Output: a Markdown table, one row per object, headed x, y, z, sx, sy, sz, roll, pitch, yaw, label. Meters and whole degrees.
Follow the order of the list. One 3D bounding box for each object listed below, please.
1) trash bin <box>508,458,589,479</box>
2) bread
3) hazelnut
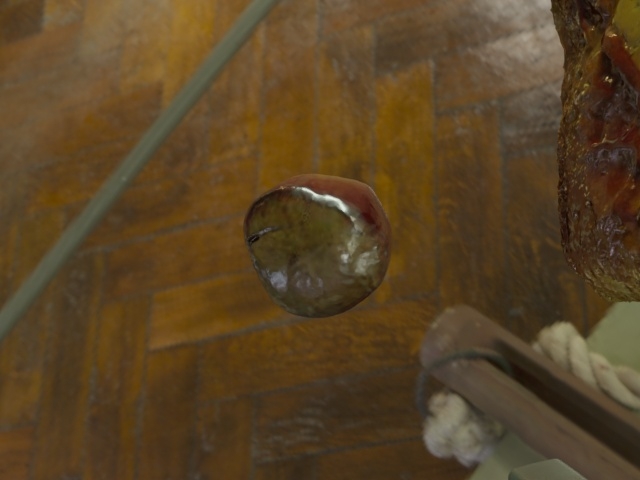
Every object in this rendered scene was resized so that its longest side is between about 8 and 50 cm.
| x | y | z | sx | sy | sz | roll | pitch | yaw | label |
| --- | --- | --- | --- | --- | --- | --- | --- | --- | --- |
| 0.319 | 0.387 | 1.666 | 0.101 | 0.236 | 0.176 | -15 | 94 | -4 | trash bin |
| 0.212 | -0.148 | 0.867 | 0.109 | 0.185 | 0.380 | -4 | 85 | -4 | bread |
| 0.000 | 0.000 | 1.715 | 0.208 | 0.208 | 0.208 | -15 | 59 | 26 | hazelnut |
